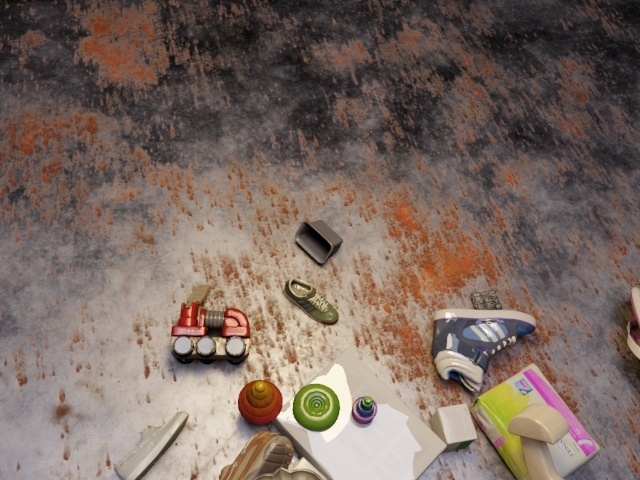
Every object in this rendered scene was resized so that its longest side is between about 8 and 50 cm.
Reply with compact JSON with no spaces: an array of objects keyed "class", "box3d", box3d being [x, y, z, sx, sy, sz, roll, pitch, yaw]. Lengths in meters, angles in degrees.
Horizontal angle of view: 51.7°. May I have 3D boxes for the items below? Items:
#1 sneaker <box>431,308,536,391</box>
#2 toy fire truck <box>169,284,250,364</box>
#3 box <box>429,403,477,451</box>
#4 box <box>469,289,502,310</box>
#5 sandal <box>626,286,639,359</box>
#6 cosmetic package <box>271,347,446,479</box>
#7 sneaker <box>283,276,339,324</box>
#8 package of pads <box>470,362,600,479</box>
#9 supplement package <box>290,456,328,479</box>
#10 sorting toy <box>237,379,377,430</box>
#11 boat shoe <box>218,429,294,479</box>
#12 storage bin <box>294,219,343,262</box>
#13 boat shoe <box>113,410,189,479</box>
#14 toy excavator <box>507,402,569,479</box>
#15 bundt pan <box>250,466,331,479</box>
[{"class":"sneaker","box3d":[0.482,0.329,1.928,0.323,0.130,0.236,5,67,-9]},{"class":"toy fire truck","box3d":[-0.308,0.225,1.886,0.217,0.158,0.246,2,68,-5]},{"class":"box","box3d":[0.360,0.512,1.797,0.087,0.101,0.101,-6,59,-10]},{"class":"box","box3d":[0.519,0.193,2.069,0.083,0.018,0.067,-10,59,-13]},{"class":"sandal","box3d":[0.972,0.330,1.985,0.102,0.169,0.415,-20,53,28]},{"class":"cosmetic package","box3d":[0.099,0.519,1.763,0.284,0.097,0.377,-36,68,-27]},{"class":"sneaker","box3d":[-0.027,0.176,1.970,0.192,0.086,0.064,32,60,13]},{"class":"package of pads","box3d":[0.583,0.521,1.820,0.229,0.101,0.296,-25,63,-21]},{"class":"supplement package","box3d":[-0.022,0.668,1.595,0.203,0.194,0.149,39,63,17]},{"class":"sorting toy","box3d":[-0.032,0.407,1.693,0.366,0.126,0.127,6,57,0]},{"class":"boat shoe","box3d":[-0.201,0.622,1.664,0.117,0.123,0.324,19,60,45]},{"class":"storage bin","box3d":[0.000,0.000,2.092,0.135,0.098,0.091,43,35,19]},{"class":"boat shoe","box3d":[-0.438,0.520,1.704,0.081,0.079,0.227,37,64,11]},{"class":"toy excavator","box3d":[0.633,0.671,1.599,0.222,0.432,0.445,-22,36,-38]},{"class":"bundt pan","box3d":[-0.068,0.651,1.420,0.331,0.124,0.330,0,63,-1]}]
